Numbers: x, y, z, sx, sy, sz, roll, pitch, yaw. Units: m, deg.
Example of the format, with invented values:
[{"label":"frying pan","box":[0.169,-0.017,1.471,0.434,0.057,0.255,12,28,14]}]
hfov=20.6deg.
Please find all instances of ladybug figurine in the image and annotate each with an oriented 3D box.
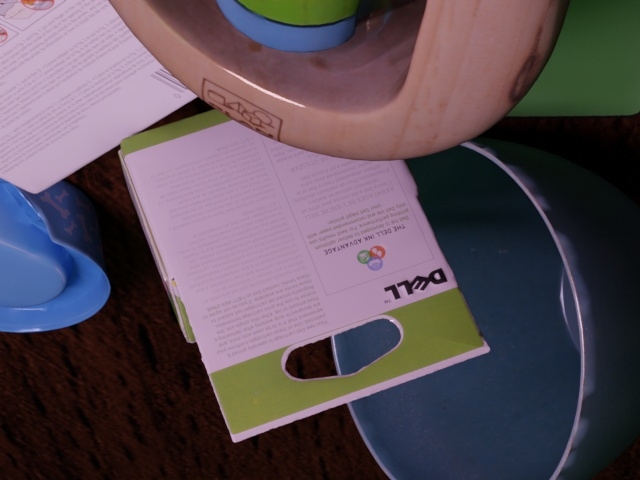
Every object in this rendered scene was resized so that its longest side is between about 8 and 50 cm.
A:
[{"label":"ladybug figurine","box":[0.005,-0.199,0.959,0.305,0.162,0.449,28,157,4]}]

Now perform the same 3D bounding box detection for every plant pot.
[{"label":"plant pot","box":[0.170,0.058,1.358,0.195,0.290,0.290,-7,158,-35]}]

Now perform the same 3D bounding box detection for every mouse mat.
[{"label":"mouse mat","box":[0.165,-0.142,1.248,0.153,0.007,0.189,0,148,2]}]

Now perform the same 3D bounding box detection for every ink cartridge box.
[{"label":"ink cartridge box","box":[-0.204,-0.146,1.201,0.239,0.060,0.275,28,140,-36]},{"label":"ink cartridge box","box":[-0.014,0.022,1.240,0.189,0.255,0.097,-19,149,-7]}]

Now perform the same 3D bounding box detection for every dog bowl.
[{"label":"dog bowl","box":[-0.302,-0.018,1.403,0.297,0.074,0.166,25,142,-34]}]

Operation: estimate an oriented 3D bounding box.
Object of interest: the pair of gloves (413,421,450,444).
[{"label":"pair of gloves","box":[0.128,0.154,1.560,0.240,0.204,0.042,18,110,-35]}]
